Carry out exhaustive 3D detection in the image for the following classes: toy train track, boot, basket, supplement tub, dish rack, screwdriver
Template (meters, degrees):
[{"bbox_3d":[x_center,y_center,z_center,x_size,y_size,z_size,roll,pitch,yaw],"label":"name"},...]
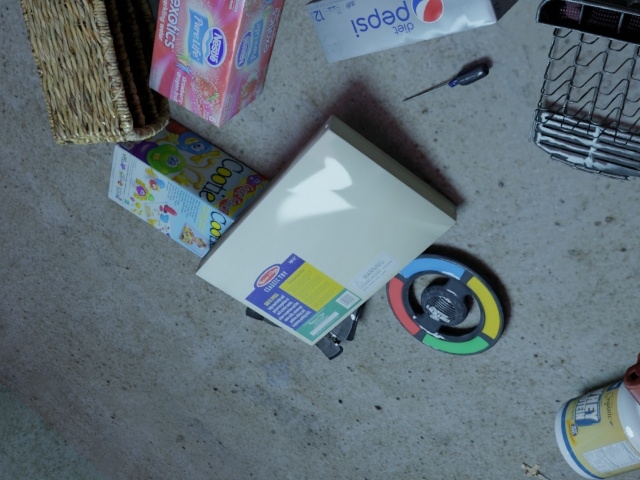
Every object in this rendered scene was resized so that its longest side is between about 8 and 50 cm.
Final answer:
[{"bbox_3d":[0.437,0.473,1.720,0.083,0.014,0.048,32,137,9],"label":"toy train track"},{"bbox_3d":[-0.008,0.081,1.669,0.222,0.118,0.338,26,142,7],"label":"boot"},{"bbox_3d":[-0.343,-0.323,1.468,0.223,0.213,0.299,1,107,41],"label":"basket"},{"bbox_3d":[0.510,0.310,1.439,0.144,0.144,0.199,47,137,-6],"label":"supplement tub"},{"bbox_3d":[0.386,-0.198,1.168,0.208,0.074,0.271,21,134,22],"label":"dish rack"},{"bbox_3d":[0.189,-0.234,1.322,0.025,0.024,0.170,28,152,-29],"label":"screwdriver"}]

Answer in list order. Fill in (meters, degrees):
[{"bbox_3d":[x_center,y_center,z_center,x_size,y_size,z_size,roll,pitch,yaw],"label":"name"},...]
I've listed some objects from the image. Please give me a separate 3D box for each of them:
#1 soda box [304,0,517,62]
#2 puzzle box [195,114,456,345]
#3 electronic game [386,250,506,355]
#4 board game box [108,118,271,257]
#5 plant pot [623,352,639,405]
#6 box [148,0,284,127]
[{"bbox_3d":[0.126,-0.337,1.227,0.286,0.091,0.098,-5,119,38],"label":"soda box"},{"bbox_3d":[0.000,0.000,1.500,0.272,0.052,0.409,34,126,-18],"label":"puzzle box"},{"bbox_3d":[0.224,0.116,1.557,0.229,0.048,0.229,19,133,22],"label":"electronic game"},{"bbox_3d":[-0.248,-0.096,1.652,0.275,0.142,0.144,33,136,10],"label":"board game box"},{"bbox_3d":[0.608,0.243,1.251,0.265,0.272,0.272,48,137,5],"label":"plant pot"},{"bbox_3d":[-0.160,-0.355,1.379,0.154,0.142,0.300,31,136,10],"label":"box"}]
